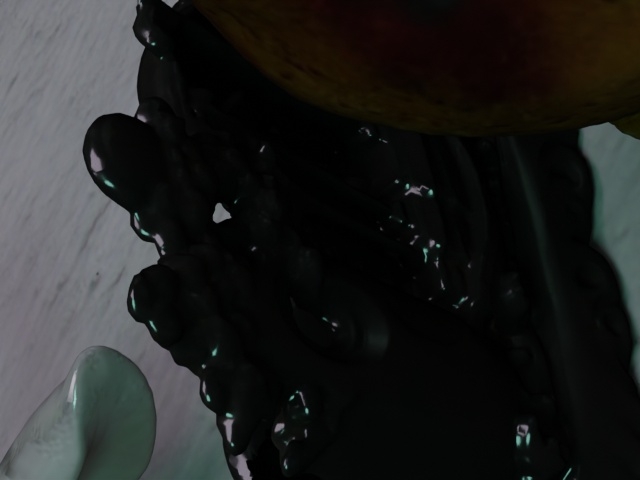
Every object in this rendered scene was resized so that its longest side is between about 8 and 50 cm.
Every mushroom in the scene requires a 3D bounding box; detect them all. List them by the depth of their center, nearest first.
[{"bbox_3d":[0.060,-0.166,0.516,0.267,0.267,0.254,11,76,52],"label":"mushroom"}]

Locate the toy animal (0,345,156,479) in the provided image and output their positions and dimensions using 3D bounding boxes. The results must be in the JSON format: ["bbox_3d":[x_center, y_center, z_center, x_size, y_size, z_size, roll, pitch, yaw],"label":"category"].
[{"bbox_3d":[-0.192,0.191,0.811,0.154,0.208,0.325,34,-113,-87],"label":"toy animal"}]

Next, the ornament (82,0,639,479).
[{"bbox_3d":[0.000,0.000,0.635,0.106,0.260,0.251,-34,46,28],"label":"ornament"}]

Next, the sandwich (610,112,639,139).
[{"bbox_3d":[0.136,-0.171,0.712,0.186,0.065,0.214,-47,38,22],"label":"sandwich"}]
